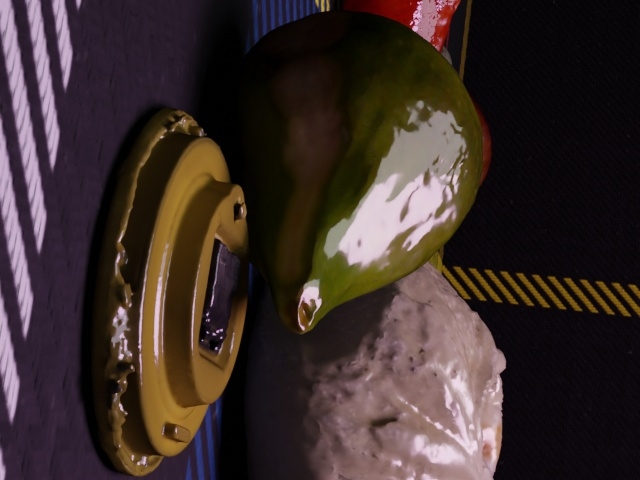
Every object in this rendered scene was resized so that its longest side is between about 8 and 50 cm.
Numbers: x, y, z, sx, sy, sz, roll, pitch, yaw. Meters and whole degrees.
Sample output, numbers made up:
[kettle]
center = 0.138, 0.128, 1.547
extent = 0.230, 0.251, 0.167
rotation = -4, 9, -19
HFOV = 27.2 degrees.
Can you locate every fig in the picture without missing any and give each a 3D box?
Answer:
[fig]
center = 0.007, -0.029, 0.951
extent = 0.206, 0.206, 0.275
rotation = 86, 15, -46

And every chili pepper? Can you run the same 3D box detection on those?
[chili pepper]
center = 0.082, -0.251, 1.424
extent = 0.134, 0.131, 0.338
rotation = -31, 135, -47

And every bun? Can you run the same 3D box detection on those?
[bun]
center = 0.056, 0.161, 1.227
extent = 0.352, 0.227, 0.348
rotation = 74, 22, -71

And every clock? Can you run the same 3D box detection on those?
[clock]
center = -0.083, 0.034, 0.829
extent = 0.237, 0.057, 0.237
rotation = 6, 90, -80

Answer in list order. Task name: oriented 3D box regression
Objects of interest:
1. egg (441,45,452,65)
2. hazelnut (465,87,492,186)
[egg]
center = 0.158, -0.257, 2.032
extent = 0.085, 0.085, 0.110
rotation = -55, 161, -72
[hazelnut]
center = 0.121, -0.110, 1.683
extent = 0.204, 0.178, 0.178
rotation = -44, -151, 53
